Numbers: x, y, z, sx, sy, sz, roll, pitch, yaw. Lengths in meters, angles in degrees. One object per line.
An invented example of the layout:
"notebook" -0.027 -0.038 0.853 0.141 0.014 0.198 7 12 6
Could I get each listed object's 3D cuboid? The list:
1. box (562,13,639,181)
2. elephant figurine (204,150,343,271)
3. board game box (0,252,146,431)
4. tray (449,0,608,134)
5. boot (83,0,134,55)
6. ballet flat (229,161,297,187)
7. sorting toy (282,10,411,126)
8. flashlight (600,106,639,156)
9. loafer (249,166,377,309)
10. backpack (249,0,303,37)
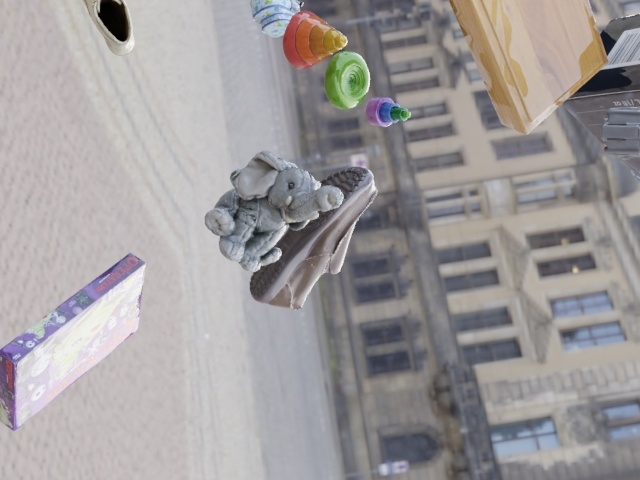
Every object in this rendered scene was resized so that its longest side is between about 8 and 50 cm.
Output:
"box" 0.704 -0.228 1.900 0.395 0.212 0.293 39 -12 -19
"elephant figurine" -0.066 -0.068 1.730 0.186 0.239 0.169 55 22 14
"board game box" -0.470 0.189 1.939 0.347 0.056 0.208 -42 162 -42
"tray" 0.318 -0.390 1.625 0.076 0.203 0.411 37 -16 50
"boot" -0.426 -0.473 1.997 0.213 0.077 0.165 66 -8 -8
"ballet flat" -0.139 -0.161 2.449 0.070 0.188 0.070 15 -69 45
"sorting toy" 0.078 -0.352 2.162 0.365 0.126 0.127 38 73 -41
"flashlight" 0.593 -0.163 1.546 0.103 0.304 0.103 -64 144 -32
"loafer" 0.000 0.000 2.175 0.130 0.366 0.134 35 11 -32
"backpack" -0.110 -0.553 2.484 0.114 0.105 0.084 17 60 -52
